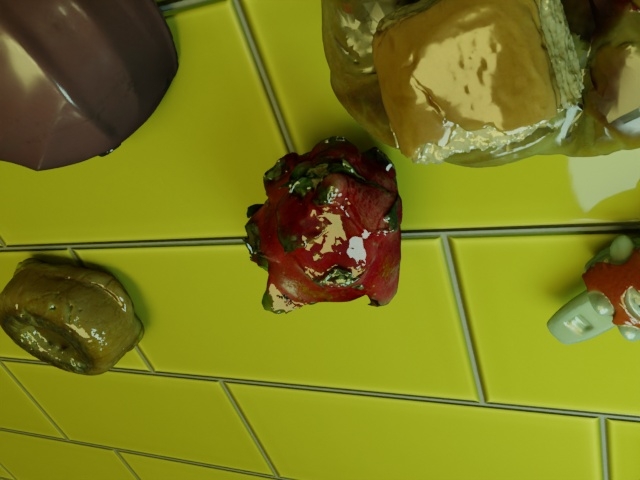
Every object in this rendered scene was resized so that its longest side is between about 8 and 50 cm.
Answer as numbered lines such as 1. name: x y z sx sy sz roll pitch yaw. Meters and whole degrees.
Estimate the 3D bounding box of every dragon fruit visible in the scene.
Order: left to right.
1. dragon fruit: -0.016 -0.013 0.699 0.269 0.198 0.200 0 140 44

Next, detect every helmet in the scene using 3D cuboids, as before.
1. helmet: -0.339 -0.194 0.676 0.338 0.197 0.271 -16 122 34

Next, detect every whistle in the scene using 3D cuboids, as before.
1. whistle: 0.342 0.043 0.624 0.253 0.105 0.102 -48 59 45

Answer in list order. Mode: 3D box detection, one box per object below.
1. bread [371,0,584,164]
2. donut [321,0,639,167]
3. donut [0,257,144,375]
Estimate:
1. bread: 0.095 -0.110 0.383 0.125 0.082 0.106 -11 126 31
2. donut: 0.154 -0.216 0.440 0.360 0.170 0.361 13 131 16
3. donut: -0.448 0.143 1.065 0.261 0.128 0.209 8 132 22
